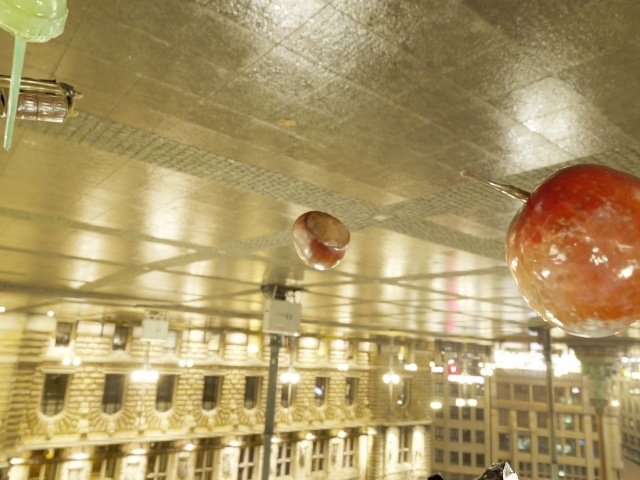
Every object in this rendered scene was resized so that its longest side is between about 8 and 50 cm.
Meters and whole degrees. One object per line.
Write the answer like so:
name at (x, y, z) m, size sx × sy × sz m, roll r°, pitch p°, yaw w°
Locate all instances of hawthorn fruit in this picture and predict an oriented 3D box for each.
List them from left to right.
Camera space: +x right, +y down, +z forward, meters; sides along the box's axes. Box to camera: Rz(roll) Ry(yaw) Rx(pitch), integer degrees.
hawthorn fruit at (0.384, -0.004, 0.681) m, size 0.234 × 0.263 × 0.231 m, roll -15°, pitch -174°, yaw -30°

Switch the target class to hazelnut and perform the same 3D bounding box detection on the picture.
hazelnut at (0.000, 0.000, 0.686) m, size 0.086 × 0.086 × 0.086 m, roll 3°, pitch 167°, yaw 1°

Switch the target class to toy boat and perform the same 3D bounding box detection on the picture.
toy boat at (-0.562, -0.265, 0.903) m, size 0.225 × 0.088 × 0.068 m, roll -7°, pitch 140°, yaw -46°

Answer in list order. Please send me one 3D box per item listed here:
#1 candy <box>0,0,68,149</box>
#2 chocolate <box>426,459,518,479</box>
candy at (-0.428, -0.239, 0.686) m, size 0.335 × 0.093 × 0.092 m, roll -43°, pitch 177°, yaw 42°
chocolate at (0.112, 0.247, 0.451) m, size 0.147 × 0.070 × 0.072 m, roll -15°, pitch 128°, yaw 26°
